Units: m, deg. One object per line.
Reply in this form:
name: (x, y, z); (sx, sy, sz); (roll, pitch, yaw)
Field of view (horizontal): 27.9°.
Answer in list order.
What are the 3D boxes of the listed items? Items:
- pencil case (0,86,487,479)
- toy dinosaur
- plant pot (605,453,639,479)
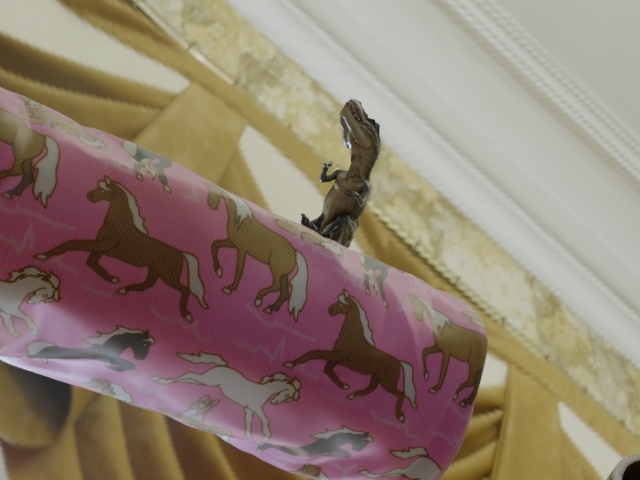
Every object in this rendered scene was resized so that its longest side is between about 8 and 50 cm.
pencil case: (-0.078, 0.046, 0.786); (0.386, 0.160, 0.167); (24, -6, -29)
toy dinosaur: (0.000, 0.000, 1.249); (0.064, 0.118, 0.268); (28, -61, 19)
plant pot: (0.149, 0.257, 0.592); (0.215, 0.215, 0.230); (34, -72, -6)
